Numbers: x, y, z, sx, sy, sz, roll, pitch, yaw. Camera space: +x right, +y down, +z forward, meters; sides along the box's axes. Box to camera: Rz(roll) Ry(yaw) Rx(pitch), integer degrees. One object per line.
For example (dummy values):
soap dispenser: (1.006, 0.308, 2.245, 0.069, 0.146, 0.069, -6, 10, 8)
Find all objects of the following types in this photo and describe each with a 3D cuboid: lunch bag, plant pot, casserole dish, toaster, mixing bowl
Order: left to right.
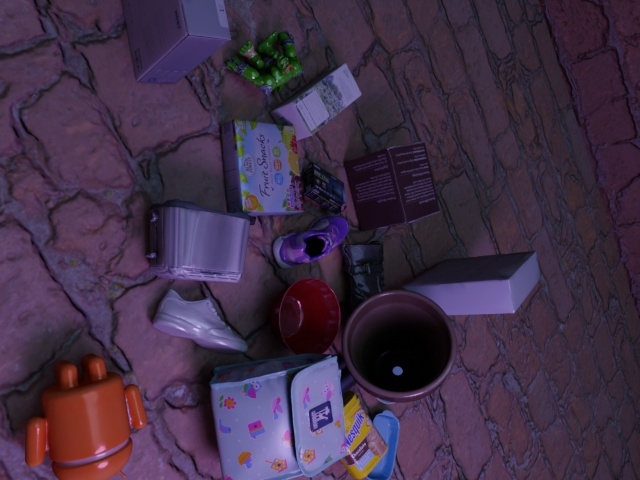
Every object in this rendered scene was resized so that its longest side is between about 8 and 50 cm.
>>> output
toaster: (-0.236, 0.008, 0.979, 0.227, 0.129, 0.147, 9, 82, -42)
lunch bag: (-0.077, 0.355, 0.989, 0.262, 0.160, 0.224, -7, 91, -7)
mixing bowl: (-0.051, 0.178, 1.133, 0.181, 0.098, 0.182, 6, 80, -39)
casserole dish: (0.156, 0.551, 1.305, 0.114, 0.037, 0.188, 26, 69, -36)
plant pot: (0.191, 0.288, 1.195, 0.263, 0.263, 0.229, -61, 157, -28)

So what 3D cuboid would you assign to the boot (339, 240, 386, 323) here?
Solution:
boot: (0.162, 0.115, 1.332, 0.263, 0.091, 0.229, 7, 81, -38)

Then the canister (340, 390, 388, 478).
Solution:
canister: (0.079, 0.479, 1.203, 0.126, 0.073, 0.170, -37, 99, -33)

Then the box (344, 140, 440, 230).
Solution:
box: (0.198, -0.149, 1.345, 0.167, 0.168, 0.203, -19, 97, -42)

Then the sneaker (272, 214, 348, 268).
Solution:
sneaker: (0.000, 0.000, 1.198, 0.236, 0.104, 0.095, -28, 101, -41)

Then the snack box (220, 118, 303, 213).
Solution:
snack box: (-0.133, -0.163, 1.125, 0.174, 0.070, 0.207, -3, 85, -41)

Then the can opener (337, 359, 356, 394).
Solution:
can opener: (-0.017, 0.391, 1.167, 0.280, 0.074, 0.093, -33, 140, -37)

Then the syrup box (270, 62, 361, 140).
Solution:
syrup box: (-0.007, -0.352, 1.243, 0.237, 0.096, 0.093, -47, 116, -35)

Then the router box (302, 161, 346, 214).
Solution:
router box: (0.011, -0.133, 1.247, 0.122, 0.038, 0.092, 29, 41, -36)

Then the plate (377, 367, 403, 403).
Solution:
plate: (0.192, 0.361, 1.370, 0.188, 0.024, 0.188, 6, 81, -41)

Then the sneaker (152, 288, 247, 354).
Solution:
sneaker: (-0.231, 0.167, 1.000, 0.212, 0.080, 0.094, 33, 52, -32)

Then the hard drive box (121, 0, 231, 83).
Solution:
hard drive box: (-0.281, -0.425, 0.923, 0.089, 0.232, 0.181, -12, 93, -41)

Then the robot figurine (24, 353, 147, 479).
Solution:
robot figurine: (-0.387, 0.304, 0.808, 0.158, 0.128, 0.220, -11, 92, -76)

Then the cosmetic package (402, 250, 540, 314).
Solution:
cosmetic package: (0.443, 0.119, 1.394, 0.377, 0.284, 0.098, -17, 95, -55)

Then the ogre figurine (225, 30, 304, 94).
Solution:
ogre figurine: (-0.117, -0.422, 1.164, 0.118, 0.097, 0.197, 50, 38, -3)
